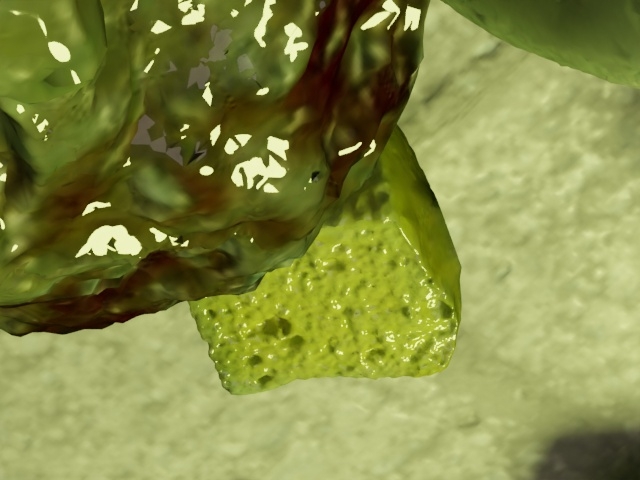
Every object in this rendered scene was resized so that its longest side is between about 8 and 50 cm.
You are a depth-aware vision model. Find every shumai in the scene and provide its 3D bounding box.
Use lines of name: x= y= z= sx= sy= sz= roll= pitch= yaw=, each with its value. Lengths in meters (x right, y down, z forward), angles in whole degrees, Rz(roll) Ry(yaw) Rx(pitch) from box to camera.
shumai: x=-0.160 y=-0.075 z=0.512 sx=0.395 sy=0.348 sz=0.395 roll=9 pitch=124 yaw=14

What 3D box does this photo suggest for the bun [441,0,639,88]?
bun: x=0.112 y=-0.202 z=0.601 sx=0.187 sy=0.293 sz=0.293 roll=-35 pitch=128 yaw=-23

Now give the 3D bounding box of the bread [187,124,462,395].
bread: x=0.000 y=0.000 z=0.781 sx=0.114 sy=0.111 sz=0.129 roll=-14 pitch=127 yaw=6
